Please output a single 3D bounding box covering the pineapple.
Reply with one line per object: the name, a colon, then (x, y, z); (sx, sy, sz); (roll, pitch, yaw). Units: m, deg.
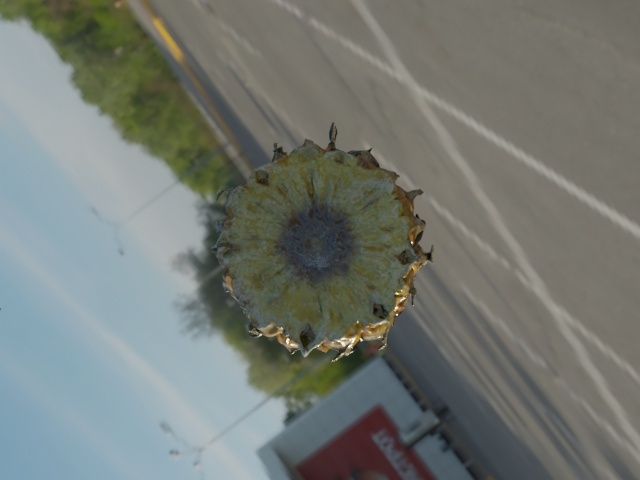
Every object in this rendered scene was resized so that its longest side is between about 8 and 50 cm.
pineapple: (0.000, 0.000, 1.143); (0.221, 0.221, 0.047); (53, -179, 12)
